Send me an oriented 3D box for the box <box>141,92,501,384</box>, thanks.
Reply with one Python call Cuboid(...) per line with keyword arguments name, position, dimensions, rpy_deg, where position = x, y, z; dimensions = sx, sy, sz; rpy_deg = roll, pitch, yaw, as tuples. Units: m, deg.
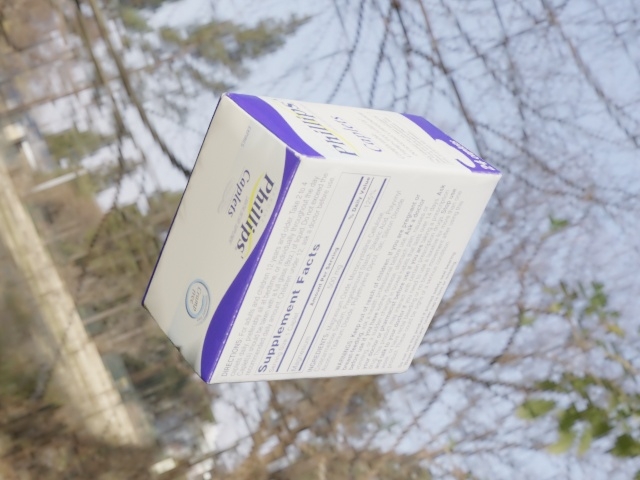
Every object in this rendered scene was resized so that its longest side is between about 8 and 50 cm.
Cuboid(name="box", position=(0.000, 0.000, 0.644), dimensions=(0.072, 0.137, 0.126), rpy_deg=(43, -61, 40))
